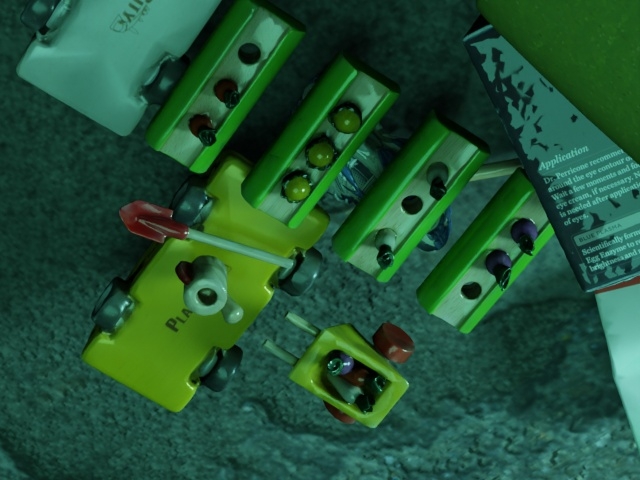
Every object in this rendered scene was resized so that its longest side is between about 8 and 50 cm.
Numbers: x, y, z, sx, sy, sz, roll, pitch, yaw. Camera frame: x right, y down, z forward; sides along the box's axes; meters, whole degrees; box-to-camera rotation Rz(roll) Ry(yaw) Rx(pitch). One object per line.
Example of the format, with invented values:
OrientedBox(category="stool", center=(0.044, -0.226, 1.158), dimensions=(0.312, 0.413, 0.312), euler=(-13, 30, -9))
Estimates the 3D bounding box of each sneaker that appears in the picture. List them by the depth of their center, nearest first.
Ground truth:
OrientedBox(category="sneaker", center=(0.030, -0.044, 0.950), dimensions=(0.135, 0.052, 0.058), euler=(51, 132, -3))

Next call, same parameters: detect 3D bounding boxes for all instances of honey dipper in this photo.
OrientedBox(category="honey dipper", center=(0.143, -0.052, 0.948), dimensions=(0.160, 0.030, 0.030), euler=(-8, 122, 15))

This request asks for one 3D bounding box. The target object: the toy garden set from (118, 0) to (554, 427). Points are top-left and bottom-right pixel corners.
OrientedBox(category="toy garden set", center=(0.000, 0.000, 0.892), dimensions=(0.244, 0.049, 0.204), euler=(30, 113, -18))

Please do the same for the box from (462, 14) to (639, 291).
OrientedBox(category="box", center=(0.163, -0.079, 0.831), dimensions=(0.093, 0.156, 0.158), euler=(-22, 103, 21))

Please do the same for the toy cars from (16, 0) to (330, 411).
OrientedBox(category="toy cars", center=(-0.087, -0.074, 0.930), dimensions=(0.176, 0.087, 0.394), euler=(-5, 119, 4))

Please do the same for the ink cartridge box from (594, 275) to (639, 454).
OrientedBox(category="ink cartridge box", center=(0.273, 0.036, 0.976), dimensions=(0.181, 0.056, 0.225), euler=(-15, 122, 16))

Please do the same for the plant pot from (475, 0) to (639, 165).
OrientedBox(category="plant pot", center=(0.226, -0.100, 0.635), dimensions=(0.293, 0.275, 0.275), euler=(25, 123, 5))
